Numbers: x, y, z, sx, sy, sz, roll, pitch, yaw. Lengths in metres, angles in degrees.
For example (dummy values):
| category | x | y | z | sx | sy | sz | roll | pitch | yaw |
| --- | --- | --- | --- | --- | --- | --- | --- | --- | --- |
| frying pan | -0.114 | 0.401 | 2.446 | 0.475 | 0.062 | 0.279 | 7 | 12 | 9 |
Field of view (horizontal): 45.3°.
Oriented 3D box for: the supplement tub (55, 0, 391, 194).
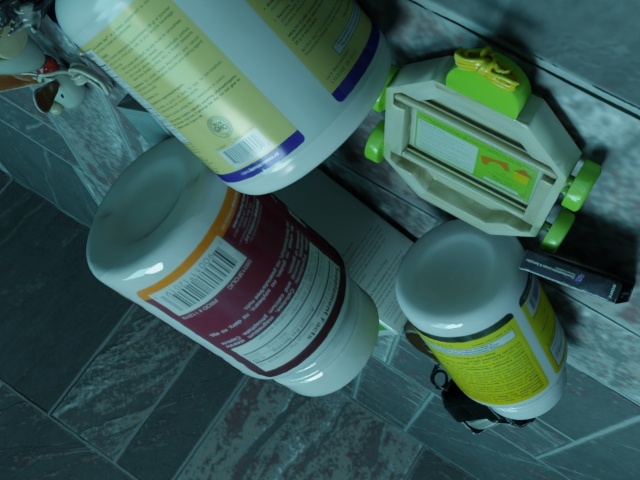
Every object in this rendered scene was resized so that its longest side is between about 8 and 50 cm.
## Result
| category | x | y | z | sx | sy | sz | roll | pitch | yaw |
| --- | --- | --- | --- | --- | --- | --- | --- | --- | --- |
| supplement tub | -0.112 | -0.234 | 0.791 | 0.331 | 0.241 | 0.241 | 44 | 160 | -25 |

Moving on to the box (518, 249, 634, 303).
| category | x | y | z | sx | sy | sz | roll | pitch | yaw |
| --- | --- | --- | --- | --- | --- | --- | --- | --- | --- |
| box | 0.320 | 0.045 | 0.950 | 0.116 | 0.029 | 0.162 | 22 | -172 | 26 |

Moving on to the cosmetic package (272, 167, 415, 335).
| category | x | y | z | sx | sy | sz | roll | pitch | yaw |
| --- | --- | --- | --- | --- | --- | --- | --- | --- | --- |
| cosmetic package | 0.000 | 0.000 | 1.328 | 0.366 | 0.155 | 0.197 | 36 | 165 | -6 |

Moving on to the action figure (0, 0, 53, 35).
| category | x | y | z | sx | sy | sz | roll | pitch | yaw |
| --- | --- | --- | --- | --- | --- | --- | --- | --- | --- |
| action figure | -0.459 | -0.387 | 1.133 | 0.276 | 0.140 | 0.164 | -8 | 132 | 46 |

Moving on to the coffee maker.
| category | x | y | z | sx | sy | sz | roll | pitch | yaw |
| --- | --- | --- | --- | --- | --- | --- | --- | --- | --- |
| coffee maker | 0.330 | 0.319 | 1.576 | 0.171 | 0.120 | 0.178 | 24 | 156 | -9 |

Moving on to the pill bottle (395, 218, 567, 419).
| category | x | y | z | sx | sy | sz | roll | pitch | yaw |
| --- | --- | --- | --- | --- | --- | --- | --- | --- | --- |
| pill bottle | 0.257 | 0.133 | 1.150 | 0.188 | 0.187 | 0.334 | 18 | 155 | 43 |

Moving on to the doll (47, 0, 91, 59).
| category | x | y | z | sx | sy | sz | roll | pitch | yaw |
| --- | --- | --- | --- | --- | --- | --- | --- | --- | --- |
| doll | -0.438 | -0.388 | 1.295 | 0.129 | 0.046 | 0.189 | 24 | 159 | 29 |

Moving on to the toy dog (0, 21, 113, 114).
| category | x | y | z | sx | sy | sz | roll | pitch | yaw |
| --- | --- | --- | --- | --- | --- | --- | --- | --- | --- |
| toy dog | -0.586 | -0.316 | 1.464 | 0.220 | 0.160 | 0.334 | 19 | 168 | 46 |

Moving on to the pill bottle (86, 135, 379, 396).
| category | x | y | z | sx | sy | sz | roll | pitch | yaw |
| --- | --- | --- | --- | --- | --- | --- | --- | --- | --- |
| pill bottle | -0.099 | 0.052 | 1.053 | 0.224 | 0.224 | 0.392 | 15 | 159 | 47 |

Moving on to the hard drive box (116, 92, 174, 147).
| category | x | y | z | sx | sy | sz | roll | pitch | yaw |
| --- | --- | --- | --- | --- | --- | --- | --- | --- | --- |
| hard drive box | -0.148 | -0.173 | 1.109 | 0.089 | 0.181 | 0.232 | 18 | 156 | 40 |

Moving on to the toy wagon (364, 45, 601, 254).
| category | x | y | z | sx | sy | sz | roll | pitch | yaw |
| --- | --- | --- | --- | --- | --- | --- | --- | --- | --- |
| toy wagon | 0.179 | -0.113 | 0.864 | 0.267 | 0.068 | 0.344 | 30 | 161 | 15 |

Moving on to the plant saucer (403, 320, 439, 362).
| category | x | y | z | sx | sy | sz | roll | pitch | yaw |
| --- | --- | --- | --- | --- | --- | --- | --- | --- | --- |
| plant saucer | 0.247 | 0.227 | 1.667 | 0.169 | 0.029 | 0.168 | 32 | 161 | 12 |
